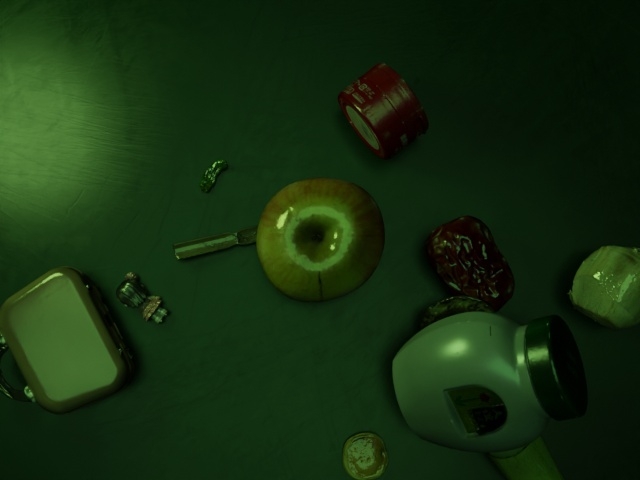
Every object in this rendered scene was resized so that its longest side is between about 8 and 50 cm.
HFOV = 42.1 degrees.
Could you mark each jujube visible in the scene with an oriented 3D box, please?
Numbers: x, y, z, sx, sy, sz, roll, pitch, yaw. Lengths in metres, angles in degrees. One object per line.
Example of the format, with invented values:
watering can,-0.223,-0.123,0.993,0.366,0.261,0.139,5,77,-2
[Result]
jujube,0.338,0.055,1.850,0.155,0.155,0.230,-37,88,-5

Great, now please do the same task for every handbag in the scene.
handbag,-0.578,0.234,1.805,0.283,0.149,0.301,-28,88,-7

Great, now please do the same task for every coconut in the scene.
coconut,0.661,0.094,1.843,0.195,0.194,0.194,0,84,-2

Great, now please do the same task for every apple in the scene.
apple,0.000,0.000,1.802,0.286,0.233,0.285,0,88,0

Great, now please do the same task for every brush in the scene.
brush,-0.211,-0.001,1.897,0.248,0.036,0.043,-14,89,-10

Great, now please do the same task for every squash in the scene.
squash,0.470,0.521,1.819,0.137,0.137,0.287,-31,88,-5

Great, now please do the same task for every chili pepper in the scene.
chili pepper,-0.249,-0.151,1.914,0.030,0.034,0.091,41,82,-31

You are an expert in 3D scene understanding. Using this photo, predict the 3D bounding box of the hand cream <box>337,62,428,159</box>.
hand cream,0.139,-0.286,1.858,0.125,0.193,0.193,-37,86,-3

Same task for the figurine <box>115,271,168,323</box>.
figurine,-0.398,0.131,1.866,0.129,0.054,0.072,37,80,0

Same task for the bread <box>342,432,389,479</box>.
bread,0.101,0.483,1.859,0.110,0.024,0.109,0,84,-1

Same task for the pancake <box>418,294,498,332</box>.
pancake,0.310,0.202,1.842,0.199,0.021,0.199,7,122,11

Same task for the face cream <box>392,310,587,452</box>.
face cream,0.350,0.294,1.737,0.357,0.219,0.312,-19,105,29
